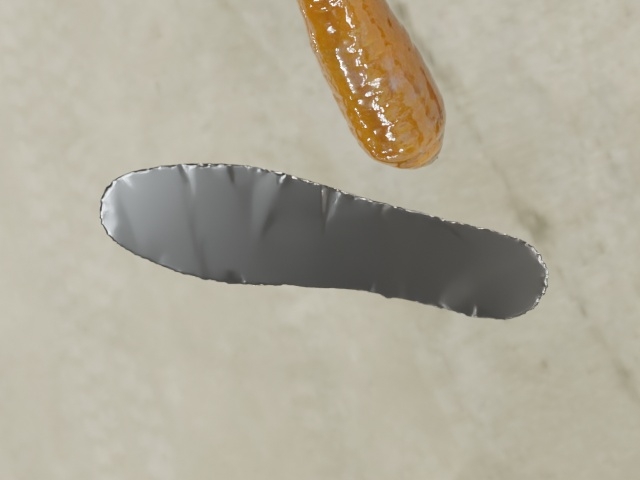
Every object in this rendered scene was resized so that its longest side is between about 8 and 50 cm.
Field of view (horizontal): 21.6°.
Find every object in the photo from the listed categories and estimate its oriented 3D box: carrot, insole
[{"bbox_3d":[0.005,-0.118,0.750,0.048,0.048,0.216,22,147,49],"label":"carrot"},{"bbox_3d":[0.000,0.000,0.846,0.232,0.003,0.080,10,130,7],"label":"insole"}]
